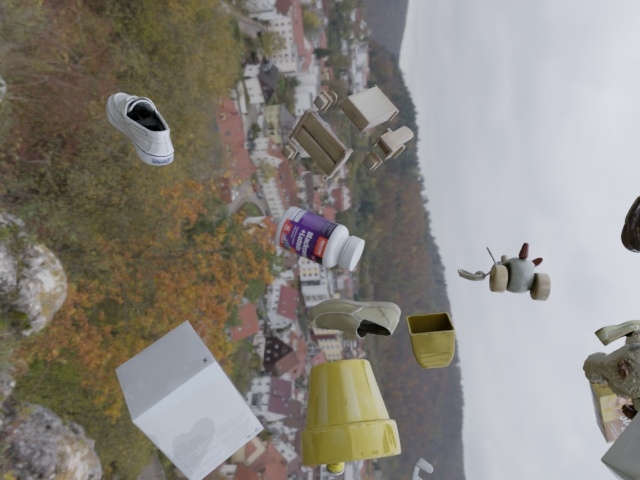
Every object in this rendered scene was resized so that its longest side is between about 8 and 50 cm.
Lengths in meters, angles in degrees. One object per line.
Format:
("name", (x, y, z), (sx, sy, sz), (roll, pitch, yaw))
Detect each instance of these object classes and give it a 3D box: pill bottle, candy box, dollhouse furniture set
("pill bottle", (0.000, 0.000, 1.087), (0.108, 0.194, 0.108), (-57, 160, -33))
("candy box", (1.041, 0.562, 1.563), (0.087, 0.183, 0.316), (-89, 155, -52))
("dollhouse furniture set", (0.087, -0.316, 1.510), (0.174, 0.303, 0.355), (-35, 173, -42))
("pill bottle", (0.051, 0.744, 1.588), (0.065, 0.065, 0.116), (-62, 152, -77))

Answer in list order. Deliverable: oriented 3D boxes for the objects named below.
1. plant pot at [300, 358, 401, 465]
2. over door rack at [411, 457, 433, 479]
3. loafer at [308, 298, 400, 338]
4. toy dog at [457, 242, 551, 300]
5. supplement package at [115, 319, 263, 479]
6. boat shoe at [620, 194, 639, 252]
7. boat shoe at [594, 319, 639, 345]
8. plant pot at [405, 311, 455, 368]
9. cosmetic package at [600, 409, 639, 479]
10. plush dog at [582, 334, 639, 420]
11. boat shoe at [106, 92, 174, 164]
("plant pot", (0.065, 0.448, 1.204), (0.254, 0.254, 0.238), (71, 10, -66))
("over door rack", (0.212, 0.551, 0.718), (0.240, 0.324, 0.108), (-25, 141, -43))
("loafer", (0.094, 0.229, 1.315), (0.092, 0.269, 0.101), (-82, 161, -44))
("toy dog", (0.593, 0.074, 1.427), (0.334, 0.220, 0.160), (-140, -122, -77))
("supplement package", (-0.305, 0.375, 1.078), (0.198, 0.199, 0.262), (31, -30, 52))
("boat shoe", (0.633, -0.107, 0.786), (0.132, 0.355, 0.130), (52, -18, -1))
("boat shoe", (0.832, 0.255, 1.257), (0.056, 0.153, 0.048), (101, -22, -52))
("plant pot", (0.208, 0.192, 0.863), (0.081, 0.082, 0.083), (-72, 155, -74))
("cosmetic package", (0.872, 0.438, 1.017), (0.097, 0.377, 0.284), (46, -8, -6))
("plush dog", (0.928, 0.403, 1.303), (0.225, 0.262, 0.211), (46, 26, 8))
("boat shoe", (-0.373, -0.258, 0.956), (0.258, 0.095, 0.084), (43, -46, 29))
